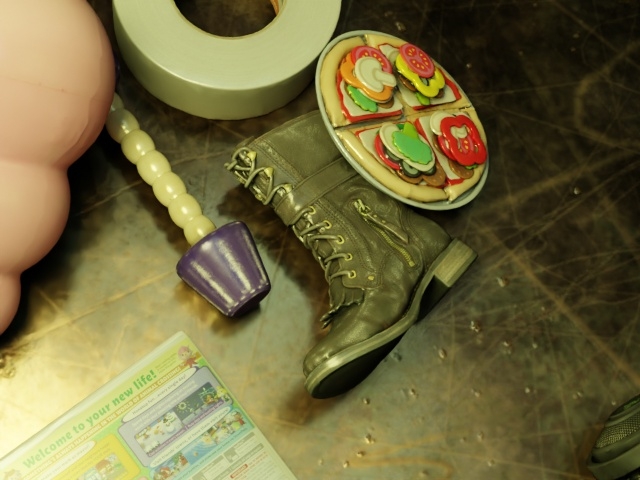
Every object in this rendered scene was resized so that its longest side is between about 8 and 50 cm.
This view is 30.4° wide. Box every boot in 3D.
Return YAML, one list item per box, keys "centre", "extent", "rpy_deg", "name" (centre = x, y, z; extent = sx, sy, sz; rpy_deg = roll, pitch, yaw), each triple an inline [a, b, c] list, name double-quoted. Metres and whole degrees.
- centre: [0.000, 0.000, 1.058]
  extent: [0.229, 0.091, 0.263]
  rpy_deg: [43, 44, 7]
  name: "boot"

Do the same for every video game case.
- centre: [-0.146, 0.213, 1.010]
  extent: [0.212, 0.023, 0.193]
  rpy_deg: [-36, 80, -18]
  name: "video game case"

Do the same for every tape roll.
- centre: [-0.092, -0.230, 1.146]
  extent: [0.219, 0.072, 0.219]
  rpy_deg: [3, 70, -9]
  name: "tape roll"

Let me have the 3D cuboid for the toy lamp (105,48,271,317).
- centre: [-0.142, -0.051, 1.076]
  extent: [0.080, 0.080, 0.275]
  rpy_deg: [-32, 76, -18]
  name: "toy lamp"

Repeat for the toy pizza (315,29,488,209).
- centre: [0.085, -0.121, 1.113]
  extent: [0.201, 0.032, 0.201]
  rpy_deg: [19, 52, -27]
  name: "toy pizza"

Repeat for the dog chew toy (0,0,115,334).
- centre: [-0.292, -0.059, 0.978]
  extent: [0.206, 0.206, 0.332]
  rpy_deg: [13, 94, -4]
  name: "dog chew toy"

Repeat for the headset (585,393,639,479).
- centre: [0.324, 0.233, 0.992]
  extent: [0.394, 0.185, 0.243]
  rpy_deg: [-7, 72, -23]
  name: "headset"
